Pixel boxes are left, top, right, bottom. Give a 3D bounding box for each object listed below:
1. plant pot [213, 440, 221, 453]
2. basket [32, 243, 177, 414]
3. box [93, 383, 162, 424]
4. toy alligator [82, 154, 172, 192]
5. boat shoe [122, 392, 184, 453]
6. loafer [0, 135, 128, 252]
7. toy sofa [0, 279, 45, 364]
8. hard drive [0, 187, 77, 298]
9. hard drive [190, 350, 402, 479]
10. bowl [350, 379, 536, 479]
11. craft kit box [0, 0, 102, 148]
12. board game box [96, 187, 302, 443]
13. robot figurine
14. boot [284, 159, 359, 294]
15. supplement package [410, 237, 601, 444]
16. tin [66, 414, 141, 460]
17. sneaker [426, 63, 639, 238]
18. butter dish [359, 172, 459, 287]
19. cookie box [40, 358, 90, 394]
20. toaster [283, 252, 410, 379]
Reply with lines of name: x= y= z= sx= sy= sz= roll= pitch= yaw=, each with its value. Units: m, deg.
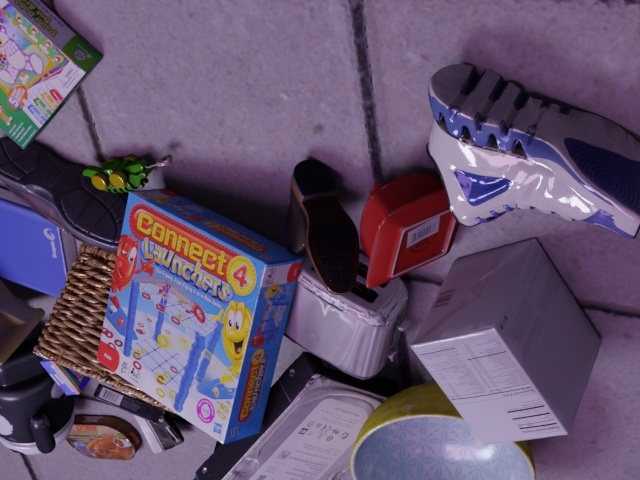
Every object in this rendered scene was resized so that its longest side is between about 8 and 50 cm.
plant pot: x=-0.116 y=0.406 z=2.087 sx=0.188 sy=0.167 sz=0.187 roll=26 pitch=136 yaw=9
basket: x=-0.322 y=0.169 z=2.045 sx=0.299 sy=0.223 sz=0.213 roll=19 pitch=169 yaw=14
box: x=-0.347 y=0.291 z=2.019 sx=0.116 sy=0.029 sz=0.162 roll=25 pitch=168 yaw=-10
toy alligator: x=-0.303 y=-0.103 z=1.809 sx=0.190 sy=0.056 sz=0.051 roll=-4 pitch=127 yaw=33
boat shoe: x=-0.333 y=0.319 z=2.211 sx=0.070 sy=0.077 sz=0.219 roll=-21 pitch=118 yaw=2
loafer: x=-0.425 y=-0.070 z=1.896 sx=0.303 sy=0.109 sz=0.095 roll=32 pitch=157 yaw=10
toy sofa: x=-0.698 y=0.068 z=2.070 sx=0.177 sy=0.150 sz=0.362 roll=-13 pitch=121 yaw=37
hard drive: x=-0.595 y=-0.014 z=2.076 sx=0.319 sy=0.040 sz=0.210 roll=18 pitch=135 yaw=16
hard drive: x=-0.040 y=0.343 z=1.867 sx=0.237 sy=0.064 sz=0.339 roll=25 pitch=115 yaw=-42
bowl: x=0.200 y=0.317 z=1.808 sx=0.290 sy=0.156 sz=0.289 roll=5 pitch=131 yaw=6
craft kit box: x=-0.494 y=-0.295 z=1.751 sx=0.246 sy=0.061 sz=0.250 roll=45 pitch=136 yaw=-8
board game box: x=-0.198 y=0.111 z=1.767 sx=0.308 sy=0.086 sz=0.301 roll=26 pitch=111 yaw=33
robot figurine: x=-0.593 y=0.308 z=2.270 sx=0.174 sy=0.209 sz=0.278 roll=6 pitch=132 yaw=9
boot: x=0.000 y=0.000 z=1.647 sx=0.082 sy=0.219 sz=0.106 roll=-4 pitch=150 yaw=-17
supplement package: x=0.267 y=0.146 z=1.600 sx=0.149 sy=0.194 sz=0.203 roll=-17 pitch=118 yaw=41
tin: x=-0.465 y=0.418 z=2.399 sx=0.190 sy=0.040 sz=0.106 roll=-3 pitch=131 yaw=33
sneaker: x=0.266 y=-0.086 z=1.455 sx=0.316 sy=0.127 sz=0.182 roll=30 pitch=142 yaw=13
butter dish: x=0.112 y=-0.035 z=1.585 sx=0.118 sy=0.160 sz=0.159 roll=51 pitch=149 yaw=30
cookie box: x=-0.475 y=0.230 z=2.179 sx=0.040 sy=0.107 sz=0.091 roll=-12 pitch=122 yaw=37
toaster: x=0.030 y=0.099 z=1.749 sx=0.227 sy=0.129 sz=0.146 roll=30 pitch=134 yaw=14
